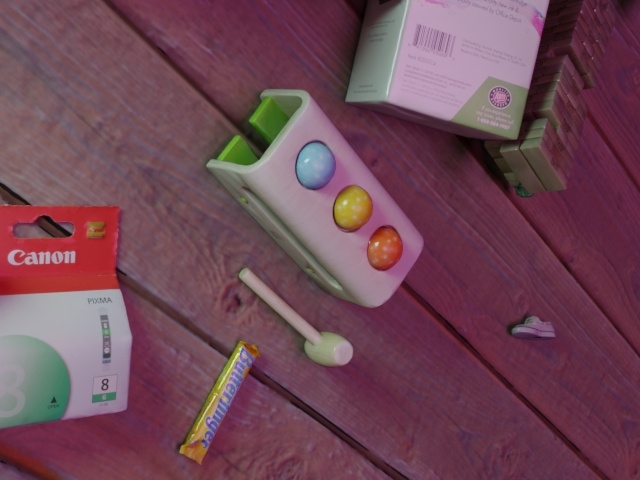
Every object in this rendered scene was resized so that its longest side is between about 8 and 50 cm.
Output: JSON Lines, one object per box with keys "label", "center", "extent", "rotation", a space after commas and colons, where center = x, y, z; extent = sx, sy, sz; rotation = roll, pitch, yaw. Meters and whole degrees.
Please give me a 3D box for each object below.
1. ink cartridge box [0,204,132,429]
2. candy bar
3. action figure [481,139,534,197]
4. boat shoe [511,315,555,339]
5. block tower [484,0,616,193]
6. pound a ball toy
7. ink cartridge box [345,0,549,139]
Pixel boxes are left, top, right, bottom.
{"label": "ink cartridge box", "center": [-0.283, 0.078, 1.023], "extent": [0.181, 0.056, 0.224], "rotation": [-1, 102, -41]}
{"label": "candy bar", "center": [-0.122, 0.196, 1.208], "extent": [0.040, 0.018, 0.161], "rotation": [38, 75, -39]}
{"label": "action figure", "center": [0.279, -0.166, 1.442], "extent": [0.137, 0.064, 0.232], "rotation": [-33, 115, -33]}
{"label": "boat shoe", "center": [0.344, 0.140, 1.588], "extent": [0.100, 0.035, 0.035], "rotation": [8, 67, -38]}
{"label": "block tower", "center": [0.327, -0.225, 1.384], "extent": [0.097, 0.091, 0.335], "rotation": [49, 52, -35]}
{"label": "pound a ball toy", "center": [0.000, 0.000, 1.192], "extent": [0.208, 0.136, 0.319], "rotation": [-55, 128, -18]}
{"label": "ink cartridge box", "center": [0.180, -0.324, 1.258], "extent": [0.207, 0.119, 0.353], "rotation": [13, 92, -26]}
